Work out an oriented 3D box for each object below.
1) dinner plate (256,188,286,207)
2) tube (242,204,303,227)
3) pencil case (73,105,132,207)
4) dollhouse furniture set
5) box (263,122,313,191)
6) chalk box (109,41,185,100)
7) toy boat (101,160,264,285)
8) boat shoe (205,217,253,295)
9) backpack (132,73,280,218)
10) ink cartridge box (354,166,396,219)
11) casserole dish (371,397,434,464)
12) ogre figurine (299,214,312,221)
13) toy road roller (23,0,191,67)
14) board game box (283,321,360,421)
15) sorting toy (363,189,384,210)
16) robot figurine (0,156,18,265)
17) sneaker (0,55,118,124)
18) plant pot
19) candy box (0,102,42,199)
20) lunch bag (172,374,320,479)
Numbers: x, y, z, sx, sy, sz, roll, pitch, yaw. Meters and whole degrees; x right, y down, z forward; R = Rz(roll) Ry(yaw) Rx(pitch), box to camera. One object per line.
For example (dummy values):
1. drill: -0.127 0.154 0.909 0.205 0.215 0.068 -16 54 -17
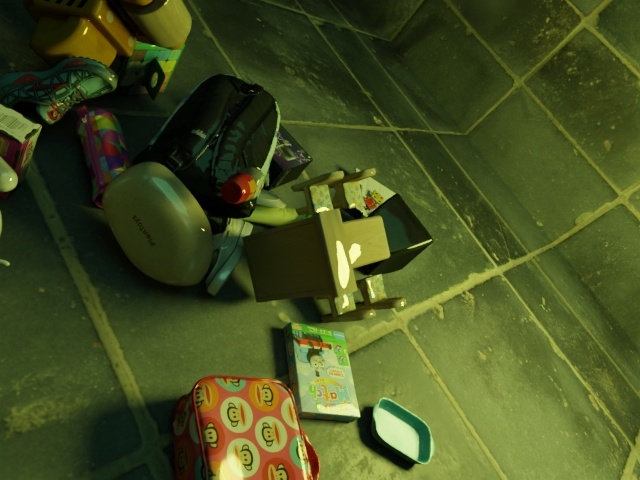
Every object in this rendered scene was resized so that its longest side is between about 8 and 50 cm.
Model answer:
1. dinner plate: -0.160 -0.121 1.329 0.141 0.017 0.141 16 18 -5
2. tube: -0.160 -0.075 1.306 0.240 0.070 0.062 11 88 -32
3. pencil case: -0.474 -0.182 1.074 0.104 0.104 0.236 -2 56 -45
4. dollhouse furniture set: 0.059 0.015 1.154 0.394 0.256 0.362 -12 90 -45
5. box: -0.175 -0.289 1.458 0.261 0.103 0.184 48 30 4
6. chalk box: -0.501 -0.509 1.299 0.289 0.180 0.179 50 37 6
7. toy boat: -0.261 -0.055 0.986 0.267 0.318 0.148 64 14 -11
8. boat shoe: -0.230 0.026 1.123 0.084 0.095 0.258 31 28 -12
9. backpack: -0.244 -0.244 1.199 0.290 0.273 0.355 20 72 -7
10. ink cartridge box: 0.190 -0.125 1.698 0.224 0.045 0.223 31 40 -19
11. casserole dish: 0.187 0.451 1.143 0.188 0.037 0.114 35 38 -12
12. ogre figurine: 0.000 0.000 1.354 0.097 0.197 0.118 14 28 40
13. toy road roller: -0.477 -0.473 1.069 0.329 0.240 0.202 14 -7 7
14. board game box: 0.001 0.299 1.110 0.160 0.039 0.211 18 45 -32
15. sorting toy: 0.249 -0.063 1.621 0.132 0.046 0.274 -20 72 -49
16. robot figurine: -0.631 -0.069 0.725 0.300 0.200 0.353 -38 83 -33
17. sneaker: -0.556 -0.300 1.039 0.104 0.262 0.125 68 11 -67
18. plant pot: 0.190 -0.001 1.476 0.167 0.188 0.187 -24 73 -40
19. candy box: -0.647 -0.198 0.870 0.233 0.159 0.071 30 37 -20
20. lunch bag: -0.115 0.386 0.845 0.258 0.120 0.293 14 45 -35
